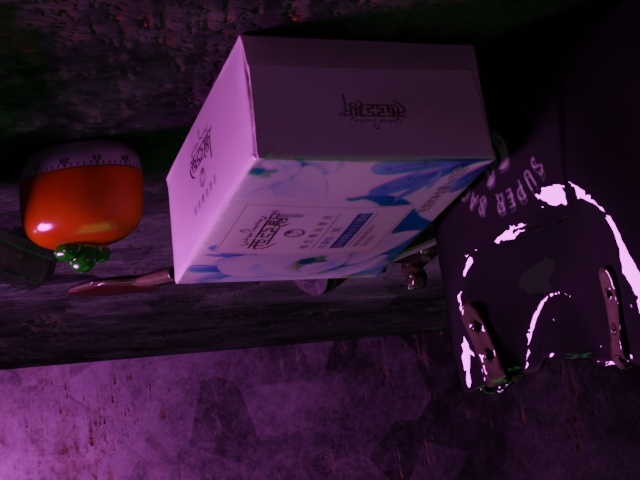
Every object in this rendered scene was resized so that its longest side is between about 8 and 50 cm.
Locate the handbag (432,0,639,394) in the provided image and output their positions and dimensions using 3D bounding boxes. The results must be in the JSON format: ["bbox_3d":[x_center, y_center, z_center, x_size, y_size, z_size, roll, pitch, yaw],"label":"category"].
[{"bbox_3d":[0.197,-0.021,1.102,0.152,0.287,0.342,6,165,-30],"label":"handbag"}]

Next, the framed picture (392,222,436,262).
[{"bbox_3d":[0.167,-0.027,1.656,0.216,0.016,0.273,-22,171,-3],"label":"framed picture"}]

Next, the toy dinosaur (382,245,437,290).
[{"bbox_3d":[0.105,-0.003,1.924,0.187,0.087,0.179,13,-158,-14],"label":"toy dinosaur"}]

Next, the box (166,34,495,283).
[{"bbox_3d":[-0.004,-0.060,1.135,0.203,0.116,0.274,0,158,-21],"label":"box"}]

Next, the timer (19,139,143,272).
[{"bbox_3d":[-0.231,-0.030,1.288,0.136,0.136,0.099,-13,173,34],"label":"timer"}]

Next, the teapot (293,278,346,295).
[{"bbox_3d":[0.006,0.009,1.679,0.108,0.111,0.149,-24,171,-28],"label":"teapot"}]

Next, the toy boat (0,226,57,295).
[{"bbox_3d":[-0.398,-0.027,1.273,0.141,0.092,0.319,5,164,38],"label":"toy boat"}]

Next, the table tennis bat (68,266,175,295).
[{"bbox_3d":[-0.303,0.070,2.093,0.131,0.022,0.234,5,167,-44],"label":"table tennis bat"}]
